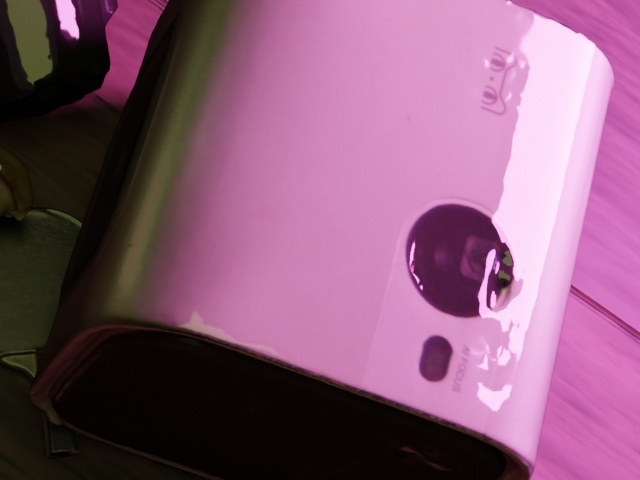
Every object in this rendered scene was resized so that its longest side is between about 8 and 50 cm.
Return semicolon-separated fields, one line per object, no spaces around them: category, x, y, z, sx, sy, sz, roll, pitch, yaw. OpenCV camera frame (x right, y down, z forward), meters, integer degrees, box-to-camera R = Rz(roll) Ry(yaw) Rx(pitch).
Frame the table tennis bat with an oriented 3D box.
table tennis bat;-0.167;0.053;1.055;0.095;0.014;0.158;-6;71;-17

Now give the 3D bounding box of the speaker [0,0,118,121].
speaker;-0.187;-0.249;1.115;0.259;0.198;0.330;-19;92;-59

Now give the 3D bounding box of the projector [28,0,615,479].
projector;0.000;0.000;0.986;0.248;0.248;0.249;21;67;-13

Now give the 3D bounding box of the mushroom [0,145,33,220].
mushroom;-0.247;0.035;1.005;0.116;0.093;0.225;22;58;-17
